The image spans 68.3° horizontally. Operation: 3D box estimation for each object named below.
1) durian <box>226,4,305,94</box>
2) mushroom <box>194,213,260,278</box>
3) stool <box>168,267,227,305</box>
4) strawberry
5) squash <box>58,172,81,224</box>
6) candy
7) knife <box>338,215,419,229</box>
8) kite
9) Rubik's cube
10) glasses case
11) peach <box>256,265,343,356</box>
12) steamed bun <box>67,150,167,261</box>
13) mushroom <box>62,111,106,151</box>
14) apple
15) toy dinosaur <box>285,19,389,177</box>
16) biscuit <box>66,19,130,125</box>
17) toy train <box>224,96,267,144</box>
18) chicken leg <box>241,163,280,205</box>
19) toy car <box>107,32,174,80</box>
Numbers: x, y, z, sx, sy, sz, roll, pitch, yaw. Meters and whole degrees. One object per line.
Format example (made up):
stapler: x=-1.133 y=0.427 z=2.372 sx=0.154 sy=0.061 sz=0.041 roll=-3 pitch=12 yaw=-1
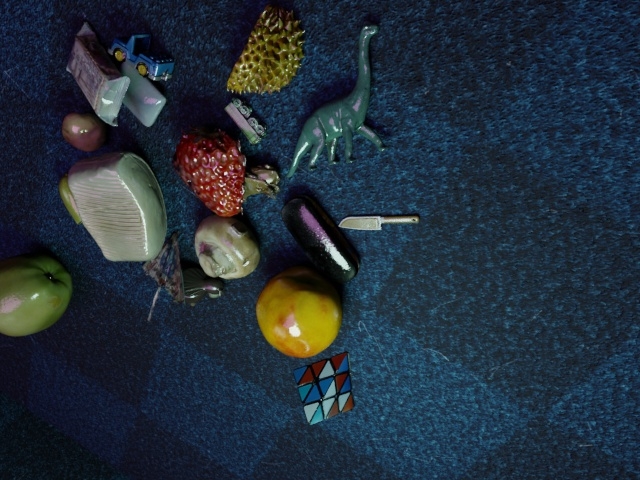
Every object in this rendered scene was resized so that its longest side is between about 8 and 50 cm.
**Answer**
durian: x=-0.142 y=-0.489 z=1.279 sx=0.186 sy=0.154 sz=0.261 roll=13 pitch=133 yaw=-13
mushroom: x=-0.318 y=0.024 z=1.584 sx=0.254 sy=0.184 sz=0.255 roll=28 pitch=137 yaw=29
stool: x=-0.455 y=0.177 z=1.769 sx=0.217 sy=0.125 sz=0.121 roll=6 pitch=149 yaw=-6
strawberry: x=-0.359 y=-0.212 z=1.457 sx=0.253 sy=0.150 sz=0.280 roll=37 pitch=138 yaw=27
squash: x=-0.906 y=-0.164 z=1.767 sx=0.123 sy=0.123 sz=0.187 roll=-16 pitch=110 yaw=29
candy: x=-0.577 y=-0.463 z=1.492 sx=0.174 sy=0.071 sz=0.138 roll=46 pitch=126 yaw=-4
knife: x=0.172 y=-0.053 z=1.432 sx=0.255 sy=0.022 sz=0.046 roll=-1 pitch=120 yaw=23
kite: x=-0.582 y=0.132 z=1.749 sx=0.406 sy=0.014 sz=0.369 roll=24 pitch=97 yaw=46
Rubik's cube: x=0.027 y=0.492 z=1.770 sx=0.250 sy=0.284 sz=0.234 roll=40 pitch=109 yaw=38
glasses case: x=0.000 y=0.000 z=1.495 sx=0.122 sy=0.082 sz=0.321 roll=-32 pitch=100 yaw=32
peach: x=-0.066 y=0.252 z=1.548 sx=0.288 sy=0.289 sz=0.308 roll=21 pitch=116 yaw=11
steamed bun: x=-0.663 y=-0.128 z=1.621 sx=0.246 sy=0.236 sz=0.384 roll=-3 pitch=122 yaw=14
mushroom: x=-0.805 y=-0.372 z=1.613 sx=0.148 sy=0.148 sz=0.112 roll=-55 pitch=49 yaw=34
apple: x=-1.225 y=0.218 z=1.977 sx=0.357 sy=0.357 sz=0.358 roll=10 pitch=120 yaw=18
toy dinosaur: x=0.018 y=-0.372 z=1.293 sx=0.383 sy=0.129 sz=0.331 roll=-10 pitch=102 yaw=28
biscuit: x=-0.695 y=-0.520 z=1.463 sx=0.309 sy=0.079 sz=0.186 roll=51 pitch=124 yaw=23
toy train: x=-0.223 y=-0.362 z=1.419 sx=0.071 sy=0.038 sz=0.148 roll=-33 pitch=100 yaw=32
chicken leg: x=-0.210 y=-0.177 z=1.494 sx=0.196 sy=0.080 sz=0.125 roll=-8 pitch=118 yaw=30
toy car: x=-0.526 y=-0.557 z=1.406 sx=0.191 sy=0.097 sz=0.100 roll=31 pitch=120 yaw=4
